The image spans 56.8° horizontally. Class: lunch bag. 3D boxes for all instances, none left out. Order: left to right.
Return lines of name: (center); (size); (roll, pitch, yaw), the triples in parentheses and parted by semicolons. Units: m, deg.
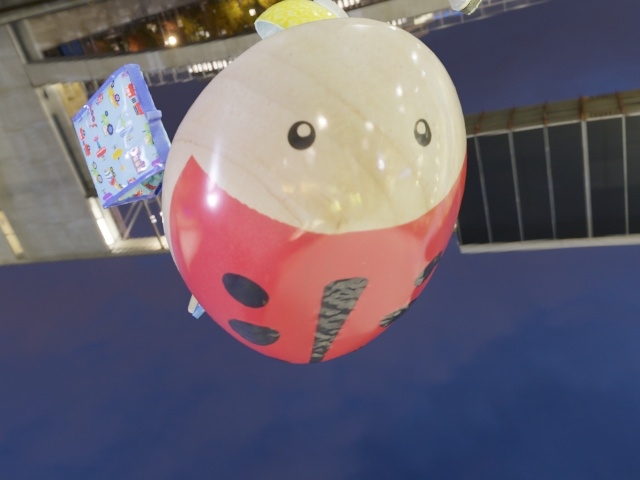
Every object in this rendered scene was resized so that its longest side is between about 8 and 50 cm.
lunch bag: (-0.403, -0.219, 1.257); (0.138, 0.221, 0.293); (-19, 179, -34)

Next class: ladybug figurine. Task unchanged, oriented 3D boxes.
ladybug figurine: (0.000, 0.000, 0.599); (0.304, 0.449, 0.162); (-8, -122, -11)

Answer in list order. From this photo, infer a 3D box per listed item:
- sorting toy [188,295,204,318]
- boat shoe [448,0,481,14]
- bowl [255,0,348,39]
sorting toy: (-0.151, 0.037, 1.060); (0.196, 0.047, 0.348); (-49, -166, 7)
boat shoe: (0.379, -0.642, 1.400); (0.109, 0.091, 0.305); (-22, -136, 51)
bowl: (-0.010, -0.532, 1.537); (0.156, 0.289, 0.289); (-53, -149, -2)
